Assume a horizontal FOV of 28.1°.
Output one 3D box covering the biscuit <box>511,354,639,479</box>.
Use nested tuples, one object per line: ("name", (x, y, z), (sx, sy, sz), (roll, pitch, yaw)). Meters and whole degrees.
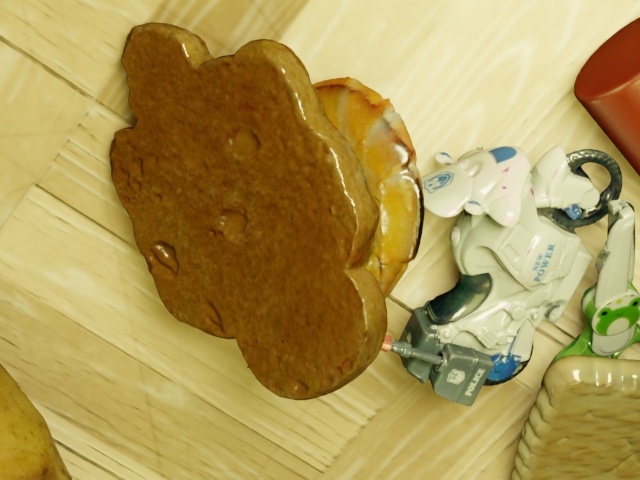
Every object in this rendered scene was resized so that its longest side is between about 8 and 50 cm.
("biscuit", (0.318, 0.161, 1.009), (0.325, 0.044, 0.217), (2, 140, -2))

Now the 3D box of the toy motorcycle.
("toy motorcycle", (0.121, 0.019, 0.943), (0.150, 0.102, 0.221), (14, 115, -20))

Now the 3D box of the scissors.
("scissors", (0.219, 0.050, 0.957), (0.101, 0.027, 0.204), (-16, 134, -12))

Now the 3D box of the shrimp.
("shrimp", (0.000, 0.000, 0.927), (0.068, 0.150, 0.248), (-11, 138, -41))

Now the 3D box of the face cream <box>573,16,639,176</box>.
("face cream", (0.280, -0.056, 0.906), (0.096, 0.096, 0.214), (-38, 110, 17))

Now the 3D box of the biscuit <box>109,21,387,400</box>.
("biscuit", (-0.054, -0.025, 0.896), (0.208, 0.041, 0.290), (-30, 86, 39))

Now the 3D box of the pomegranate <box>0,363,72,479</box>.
("pomegranate", (-0.324, 0.210, 0.946), (0.281, 0.281, 0.281), (0, 116, 0))
